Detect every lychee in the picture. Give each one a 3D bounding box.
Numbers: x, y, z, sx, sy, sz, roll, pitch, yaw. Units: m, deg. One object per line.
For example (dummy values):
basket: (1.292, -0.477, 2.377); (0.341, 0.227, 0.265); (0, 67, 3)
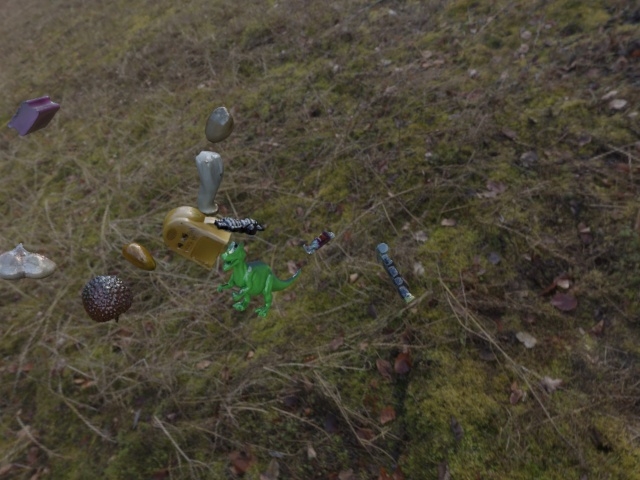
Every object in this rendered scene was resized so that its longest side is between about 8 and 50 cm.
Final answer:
lychee: (-0.736, 0.208, 1.473); (0.165, 0.198, 0.165); (-14, 33, 9)

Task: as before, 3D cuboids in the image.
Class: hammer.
hammer: (0.260, 0.120, 1.500); (0.041, 0.159, 0.227); (-29, 77, -1)

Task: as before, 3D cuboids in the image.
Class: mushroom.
mushroom: (-0.520, -0.254, 1.939); (0.122, 0.329, 0.159); (31, 40, 23)

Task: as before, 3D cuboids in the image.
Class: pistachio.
pistachio: (-0.405, -0.460, 1.696); (0.149, 0.113, 0.113); (-49, 43, 12)

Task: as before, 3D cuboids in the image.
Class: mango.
mango: (-0.803, 0.072, 1.870); (0.164, 0.115, 0.089); (30, 57, 21)

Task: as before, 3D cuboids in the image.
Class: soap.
soap: (-1.061, -0.466, 1.574); (0.122, 0.065, 0.203); (-46, 24, 11)

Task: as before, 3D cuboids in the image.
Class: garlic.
garlic: (-0.984, 0.083, 1.415); (0.174, 0.099, 0.124); (3, 33, -15)

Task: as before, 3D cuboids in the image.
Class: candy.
candy: (0.000, 0.000, 1.563); (0.045, 0.043, 0.175); (45, 40, 8)

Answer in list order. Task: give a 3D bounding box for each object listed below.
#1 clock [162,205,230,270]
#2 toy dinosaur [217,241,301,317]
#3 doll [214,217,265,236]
clock: (-0.635, -0.027, 2.125); (0.244, 0.316, 0.200); (-53, 25, 21)
toy dinosaur: (-0.232, 0.099, 1.728); (0.143, 0.375, 0.500); (16, 33, 24)
doll: (-0.330, -0.059, 1.738); (0.091, 0.219, 0.067); (41, 120, 42)
